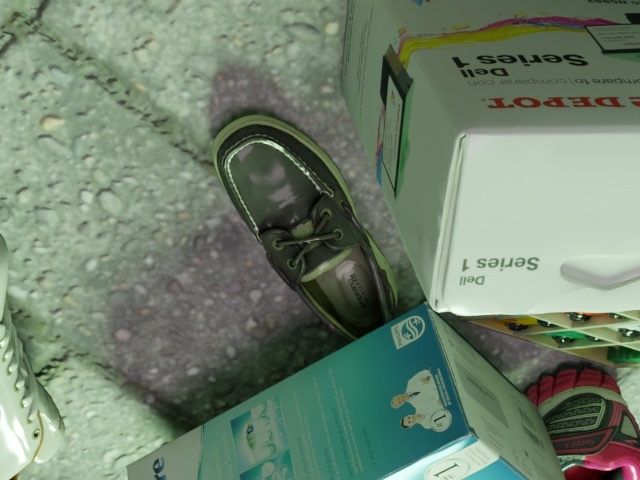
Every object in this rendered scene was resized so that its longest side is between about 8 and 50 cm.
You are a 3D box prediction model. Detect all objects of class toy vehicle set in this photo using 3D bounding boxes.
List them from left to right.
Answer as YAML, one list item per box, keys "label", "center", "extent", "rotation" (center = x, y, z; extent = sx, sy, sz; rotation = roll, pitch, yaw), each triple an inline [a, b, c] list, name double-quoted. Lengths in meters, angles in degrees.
- label: "toy vehicle set"
  center: [0.241, 0.055, 0.862]
  extent: [0.165, 0.267, 0.035]
  rotation: [17, 76, -20]

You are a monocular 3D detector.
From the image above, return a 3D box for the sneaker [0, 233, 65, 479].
- label: "sneaker"
  center: [-0.249, 0.100, 0.879]
  extent: [0.123, 0.106, 0.290]
  rotation: [6, 130, -22]

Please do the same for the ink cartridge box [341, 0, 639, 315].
- label: "ink cartridge box"
  center: [0.138, -0.081, 0.721]
  extent: [0.201, 0.278, 0.117]
  rotation: [-2, 123, -10]

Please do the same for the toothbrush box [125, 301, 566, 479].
- label: "toothbrush box"
  center: [0.026, 0.208, 0.932]
  extent: [0.295, 0.126, 0.216]
  rotation: [-32, 137, 17]

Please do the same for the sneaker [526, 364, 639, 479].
- label: "sneaker"
  center: [0.174, 0.251, 1.040]
  extent: [0.120, 0.112, 0.299]
  rotation: [20, 117, -22]

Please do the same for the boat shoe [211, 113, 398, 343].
- label: "boat shoe"
  center: [-0.001, 0.001, 0.869]
  extent: [0.080, 0.073, 0.224]
  rotation: [-31, 124, 7]
